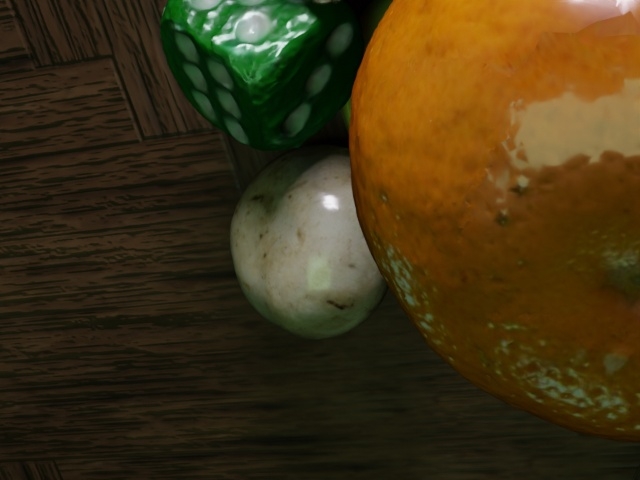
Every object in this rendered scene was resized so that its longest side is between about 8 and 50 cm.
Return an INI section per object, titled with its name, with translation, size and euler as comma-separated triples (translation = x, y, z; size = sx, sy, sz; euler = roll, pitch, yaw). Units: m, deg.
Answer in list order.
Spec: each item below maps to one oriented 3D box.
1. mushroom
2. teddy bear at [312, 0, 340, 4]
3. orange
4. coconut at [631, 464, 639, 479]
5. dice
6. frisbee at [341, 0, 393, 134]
[mushroom]
translation = 0.000, 0.000, 1.619
size = 0.166, 0.127, 0.166
euler = 1, 92, 48
[teddy bear]
translation = 0.025, -0.310, 1.411
size = 0.256, 0.156, 0.267
euler = -42, 57, 37
[orange]
translation = 0.231, -0.063, 1.346
size = 0.424, 0.326, 0.424
euler = 4, 126, 6
[coconut]
translation = 0.338, 0.239, 1.557
size = 0.224, 0.224, 0.224
euler = 12, 123, 19
[dice]
translation = -0.048, -0.157, 1.531
size = 0.131, 0.120, 0.128
euler = 38, 159, 27
[frisbee]
translation = 0.121, -0.111, 1.565
size = 0.236, 0.017, 0.236
euler = 12, 123, 19
